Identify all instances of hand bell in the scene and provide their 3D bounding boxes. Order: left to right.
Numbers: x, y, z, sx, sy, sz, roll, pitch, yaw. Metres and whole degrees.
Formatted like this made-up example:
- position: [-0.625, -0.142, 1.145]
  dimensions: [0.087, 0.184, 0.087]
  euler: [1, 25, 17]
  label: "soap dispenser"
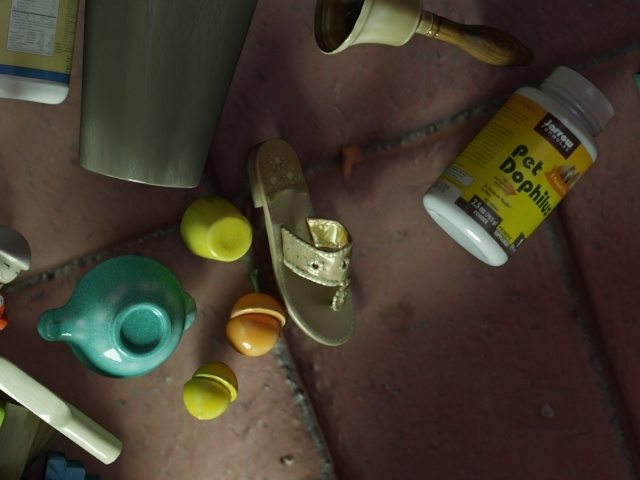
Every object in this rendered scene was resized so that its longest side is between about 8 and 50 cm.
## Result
- position: [0.128, -0.230, 1.826]
  dimensions: [0.242, 0.126, 0.126]
  euler: [15, 92, -24]
  label: "hand bell"

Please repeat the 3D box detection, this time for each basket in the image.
- position: [-0.168, -0.178, 1.731]
  dimensions: [0.204, 0.154, 0.227]
  euler: [4, 101, -45]
  label: "basket"

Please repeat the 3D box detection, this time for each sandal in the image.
- position: [-0.005, 0.003, 1.806]
  dimensions: [0.088, 0.079, 0.240]
  euler: [-27, 100, -35]
  label: "sandal"

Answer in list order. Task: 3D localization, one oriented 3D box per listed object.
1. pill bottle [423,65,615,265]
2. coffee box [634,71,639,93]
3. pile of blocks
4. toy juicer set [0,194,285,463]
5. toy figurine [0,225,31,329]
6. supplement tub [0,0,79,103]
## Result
- position: [0.220, -0.085, 1.838]
  dimensions: [0.117, 0.117, 0.215]
  euler: [42, 86, -12]
  label: "pill bottle"
- position: [0.459, -0.168, 1.920]
  dimensions: [0.184, 0.040, 0.113]
  euler: [-19, 99, -10]
  label: "coffee box"
- position: [-0.300, 0.262, 1.763]
  dimensions: [0.362, 0.112, 0.149]
  euler: [44, 86, -13]
  label: "pile of blocks"
- position: [-0.188, 0.114, 1.793]
  dimensions: [0.329, 0.089, 0.209]
  euler: [-33, 114, -15]
  label: "toy juicer set"
- position: [-0.402, 0.025, 1.672]
  dimensions: [0.213, 0.209, 0.148]
  euler: [28, 78, -9]
  label: "toy figurine"
- position: [-0.315, -0.244, 1.696]
  dimensions: [0.144, 0.144, 0.200]
  euler: [6, 94, -12]
  label: "supplement tub"
